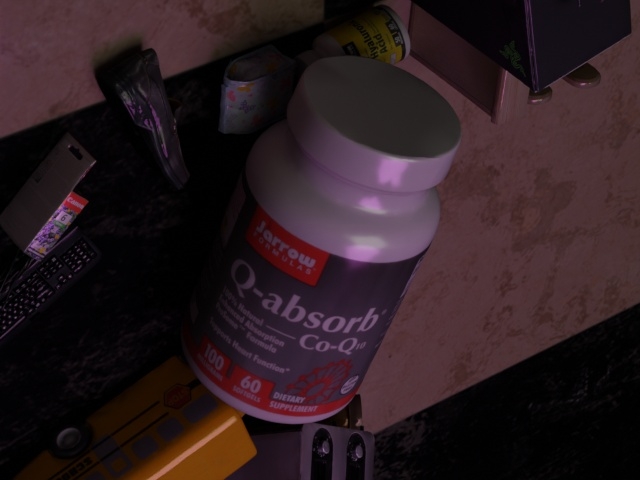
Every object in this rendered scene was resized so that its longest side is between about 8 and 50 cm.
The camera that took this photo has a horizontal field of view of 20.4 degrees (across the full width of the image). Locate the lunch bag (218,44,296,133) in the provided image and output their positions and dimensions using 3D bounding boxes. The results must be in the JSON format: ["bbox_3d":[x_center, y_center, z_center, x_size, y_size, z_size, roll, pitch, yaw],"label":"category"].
[{"bbox_3d":[-0.071,-0.153,1.829,0.083,0.053,0.071,-30,141,-34],"label":"lunch bag"}]

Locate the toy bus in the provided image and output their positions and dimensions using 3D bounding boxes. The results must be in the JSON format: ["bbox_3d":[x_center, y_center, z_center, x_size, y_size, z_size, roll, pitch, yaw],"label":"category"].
[{"bbox_3d":[-0.191,0.235,1.983,0.333,0.130,0.108,-36,139,-13],"label":"toy bus"}]

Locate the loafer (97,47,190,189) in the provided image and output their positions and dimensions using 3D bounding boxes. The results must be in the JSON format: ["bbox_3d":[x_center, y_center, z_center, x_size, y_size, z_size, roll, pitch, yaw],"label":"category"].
[{"bbox_3d":[-0.160,-0.118,1.774,0.061,0.062,0.170,-41,142,-15],"label":"loafer"}]

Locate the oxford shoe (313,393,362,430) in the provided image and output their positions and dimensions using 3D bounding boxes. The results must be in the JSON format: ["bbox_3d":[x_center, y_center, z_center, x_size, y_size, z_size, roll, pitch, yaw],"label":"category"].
[{"bbox_3d":[0.009,0.272,2.257,0.076,0.076,0.212,-1,131,-5],"label":"oxford shoe"}]

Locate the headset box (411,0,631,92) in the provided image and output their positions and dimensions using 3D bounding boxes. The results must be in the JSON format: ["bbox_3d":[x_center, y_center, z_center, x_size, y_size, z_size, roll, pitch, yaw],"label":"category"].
[{"bbox_3d":[0.172,-0.315,1.728,0.131,0.283,0.246,-32,139,-18],"label":"headset box"}]

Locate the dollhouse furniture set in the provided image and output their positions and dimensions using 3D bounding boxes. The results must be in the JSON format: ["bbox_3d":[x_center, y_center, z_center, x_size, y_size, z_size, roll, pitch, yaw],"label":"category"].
[{"bbox_3d":[0.242,-0.239,1.948,0.242,0.161,0.212,-20,133,-29],"label":"dollhouse furniture set"}]

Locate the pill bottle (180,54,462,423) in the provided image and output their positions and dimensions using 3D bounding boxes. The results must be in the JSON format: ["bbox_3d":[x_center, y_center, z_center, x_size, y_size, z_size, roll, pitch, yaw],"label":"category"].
[{"bbox_3d":[0.000,0.000,1.857,0.210,0.210,0.363,-9,137,-37],"label":"pill bottle"}]

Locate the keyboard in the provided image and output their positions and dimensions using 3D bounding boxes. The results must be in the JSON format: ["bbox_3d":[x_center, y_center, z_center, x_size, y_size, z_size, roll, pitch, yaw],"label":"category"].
[{"bbox_3d":[-0.307,0.061,1.809,0.192,0.038,0.100,-43,140,-6],"label":"keyboard"}]

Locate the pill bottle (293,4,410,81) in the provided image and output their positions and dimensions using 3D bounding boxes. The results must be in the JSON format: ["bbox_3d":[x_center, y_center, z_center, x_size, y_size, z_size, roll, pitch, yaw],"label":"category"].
[{"bbox_3d":[0.031,-0.196,1.872,0.116,0.065,0.065,-30,138,-19],"label":"pill bottle"}]

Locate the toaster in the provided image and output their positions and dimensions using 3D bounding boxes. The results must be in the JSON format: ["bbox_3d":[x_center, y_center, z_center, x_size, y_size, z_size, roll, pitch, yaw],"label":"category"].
[{"bbox_3d":[-0.049,0.274,2.104,0.168,0.186,0.110,20,65,-57],"label":"toaster"}]

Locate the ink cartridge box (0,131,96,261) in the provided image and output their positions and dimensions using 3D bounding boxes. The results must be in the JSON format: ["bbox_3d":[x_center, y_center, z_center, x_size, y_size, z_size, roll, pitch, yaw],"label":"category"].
[{"bbox_3d":[-0.261,-0.043,1.742,0.115,0.063,0.029,-51,139,5],"label":"ink cartridge box"}]
